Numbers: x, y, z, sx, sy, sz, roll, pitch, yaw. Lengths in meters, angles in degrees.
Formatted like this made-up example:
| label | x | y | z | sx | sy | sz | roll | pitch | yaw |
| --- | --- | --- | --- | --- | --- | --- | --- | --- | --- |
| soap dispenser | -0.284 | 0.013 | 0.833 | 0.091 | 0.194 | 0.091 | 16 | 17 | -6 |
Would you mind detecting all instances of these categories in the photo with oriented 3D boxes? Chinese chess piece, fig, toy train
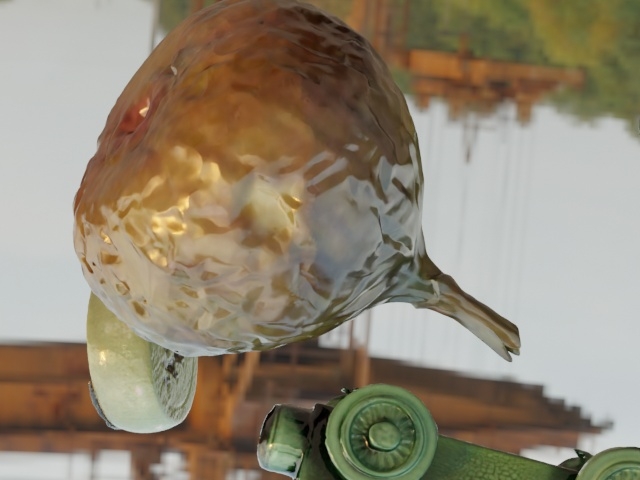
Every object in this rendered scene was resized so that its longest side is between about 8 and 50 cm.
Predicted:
| label | x | y | z | sx | sy | sz | roll | pitch | yaw |
| --- | --- | --- | --- | --- | --- | --- | --- | --- | --- |
| Chinese chess piece | -0.190 | 0.114 | 2.001 | 0.083 | 0.188 | 0.188 | -6 | -173 | 12 |
| fig | 0.000 | 0.000 | 1.415 | 0.368 | 0.286 | 0.286 | 39 | -179 | -15 |
| toy train | 0.141 | 0.295 | 1.693 | 0.442 | 0.272 | 0.179 | 15 | 166 | -4 |

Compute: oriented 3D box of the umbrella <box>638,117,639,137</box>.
| label | x | y | z | sx | sy | sz | roll | pitch | yaw |
| --- | --- | --- | --- | --- | --- | --- | --- | --- | --- |
| umbrella | 0.491 | -0.131 | 1.854 | 0.348 | 0.143 | 0.094 | -10 | 149 | 31 |
